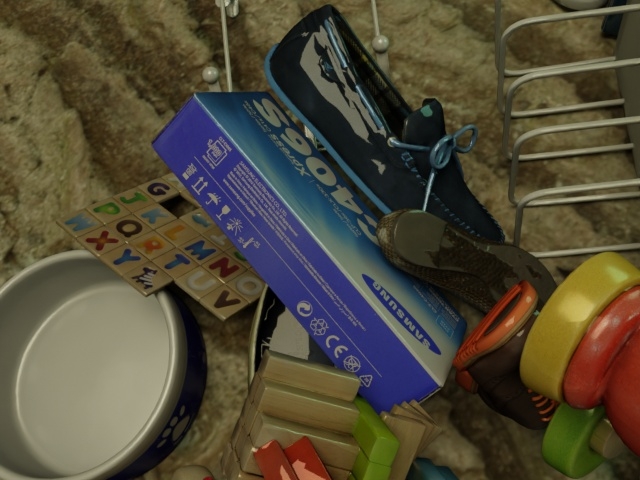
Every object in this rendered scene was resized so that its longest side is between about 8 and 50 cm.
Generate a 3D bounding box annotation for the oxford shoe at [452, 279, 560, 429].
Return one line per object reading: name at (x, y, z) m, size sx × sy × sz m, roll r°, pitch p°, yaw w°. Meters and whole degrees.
oxford shoe at (0.185, 0.111, 0.581) m, size 0.098 × 0.271 × 0.097 m, roll 41°, pitch 84°, yaw 22°

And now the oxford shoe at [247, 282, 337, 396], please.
oxford shoe at (-0.019, 0.221, 0.646) m, size 0.140 × 0.146 × 0.397 m, roll -15°, pitch 66°, yaw 5°

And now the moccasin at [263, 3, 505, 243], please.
moccasin at (0.086, -0.111, 0.704) m, size 0.342 × 0.137 × 0.117 m, roll 42°, pitch 117°, yaw -7°

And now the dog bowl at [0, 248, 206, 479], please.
dog bowl at (-0.271, 0.150, 0.748) m, size 0.265 × 0.104 × 0.264 m, roll -4°, pitch 68°, yaw 10°

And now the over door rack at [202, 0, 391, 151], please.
over door rack at (-0.029, -0.251, 0.860) m, size 0.240 × 0.108 × 0.324 m, roll -8°, pitch 67°, yaw 7°

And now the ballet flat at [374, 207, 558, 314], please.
ballet flat at (0.157, 0.033, 0.677) m, size 0.250 × 0.058 × 0.084 m, roll 23°, pitch 75°, yaw -26°

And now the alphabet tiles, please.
alphabet tiles at (-0.158, 0.002, 0.772) m, size 0.237 × 0.009 × 0.198 m, roll 34°, pitch 40°, yaw 22°

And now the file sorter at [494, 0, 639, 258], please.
file sorter at (0.290, -0.139, 0.708) m, size 0.173 × 0.193 × 0.277 m, roll -5°, pitch 68°, yaw 13°

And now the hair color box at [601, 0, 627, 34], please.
hair color box at (0.544, -0.307, 0.766) m, size 0.347 × 0.105 × 0.174 m, roll 19°, pitch 74°, yaw 16°

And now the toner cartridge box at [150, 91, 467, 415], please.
toner cartridge box at (0.000, 0.000, 0.658) m, size 0.075 × 0.165 × 0.348 m, roll -42°, pitch 87°, yaw 25°

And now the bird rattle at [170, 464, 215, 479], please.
bird rattle at (-0.122, 0.304, 0.593) m, size 0.143 × 0.253 × 0.207 m, roll -6°, pitch 27°, yaw -20°

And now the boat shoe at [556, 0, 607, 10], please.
boat shoe at (0.329, -0.430, 0.872) m, size 0.095 × 0.084 × 0.258 m, roll -16°, pitch 67°, yaw 4°

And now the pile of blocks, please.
pile of blocks at (0.077, 0.235, 0.527) m, size 0.149 × 0.112 × 0.362 m, roll -46°, pitch 108°, yaw -3°

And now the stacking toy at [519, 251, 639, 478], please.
stacking toy at (0.316, 0.096, 0.527) m, size 0.309 × 0.279 × 0.130 m, roll -34°, pitch 45°, yaw -19°
